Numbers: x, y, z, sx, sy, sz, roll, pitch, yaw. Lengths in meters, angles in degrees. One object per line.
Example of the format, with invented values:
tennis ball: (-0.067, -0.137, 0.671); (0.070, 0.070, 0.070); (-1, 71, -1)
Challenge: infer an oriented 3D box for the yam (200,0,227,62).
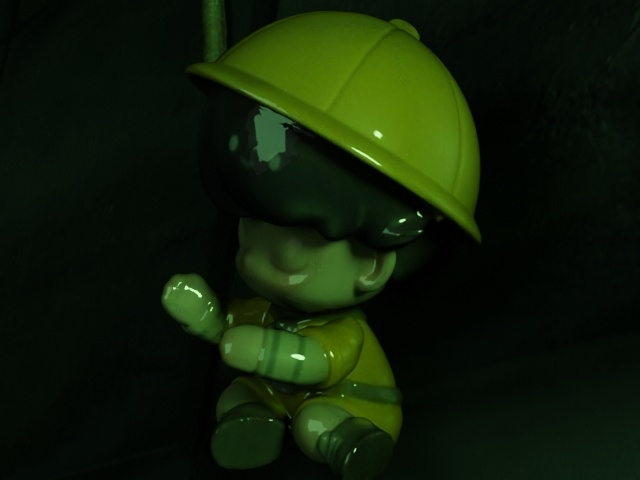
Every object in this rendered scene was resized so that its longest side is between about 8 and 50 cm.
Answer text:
yam: (-0.082, -0.160, 1.337); (0.021, 0.021, 0.116); (-38, 41, 39)

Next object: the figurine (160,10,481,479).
figurine: (0.004, -0.001, 0.977); (0.192, 0.167, 0.257); (19, 109, 46)
